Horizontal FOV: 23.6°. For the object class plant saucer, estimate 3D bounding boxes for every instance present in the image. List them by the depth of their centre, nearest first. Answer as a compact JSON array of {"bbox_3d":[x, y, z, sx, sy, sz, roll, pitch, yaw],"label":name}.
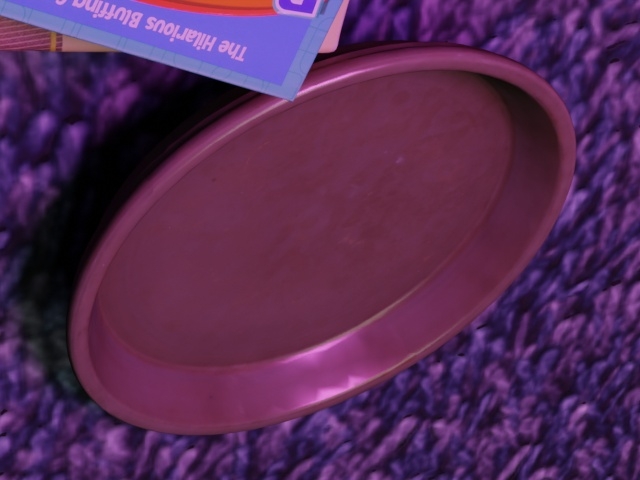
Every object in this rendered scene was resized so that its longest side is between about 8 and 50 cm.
[{"bbox_3d":[0.000,0.000,0.773,0.278,0.041,0.278,-20,145,-14],"label":"plant saucer"}]

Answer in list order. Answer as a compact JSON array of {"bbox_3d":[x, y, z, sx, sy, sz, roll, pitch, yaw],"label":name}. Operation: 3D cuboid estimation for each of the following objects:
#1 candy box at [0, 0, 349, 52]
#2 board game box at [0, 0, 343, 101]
[{"bbox_3d":[-0.125,-0.168,0.573,0.317,0.087,0.182,-3,124,-29],"label":"candy box"},{"bbox_3d":[-0.036,-0.166,0.537,0.160,0.047,0.210,12,115,-37],"label":"board game box"}]
